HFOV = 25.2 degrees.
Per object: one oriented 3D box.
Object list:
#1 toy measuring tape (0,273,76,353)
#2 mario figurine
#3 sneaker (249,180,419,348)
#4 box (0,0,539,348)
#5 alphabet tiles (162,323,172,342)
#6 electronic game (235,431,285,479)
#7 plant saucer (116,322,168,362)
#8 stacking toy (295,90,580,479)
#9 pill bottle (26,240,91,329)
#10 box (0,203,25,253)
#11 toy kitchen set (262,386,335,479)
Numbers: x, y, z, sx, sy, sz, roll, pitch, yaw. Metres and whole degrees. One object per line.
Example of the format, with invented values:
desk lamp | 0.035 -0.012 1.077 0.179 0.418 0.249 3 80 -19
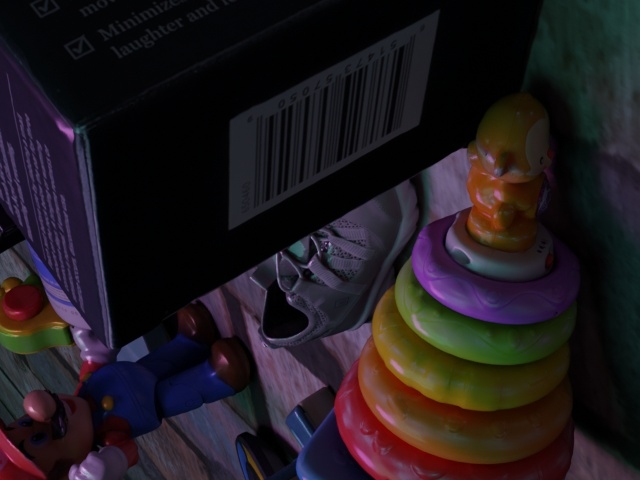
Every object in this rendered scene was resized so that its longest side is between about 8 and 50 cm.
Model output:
toy measuring tape | -0.456 0.167 2.370 0.330 0.121 0.121 43 154 37
mario figurine | -0.242 0.174 1.591 0.170 0.321 0.198 62 159 -6
sneaker | 0.000 0.000 1.095 0.105 0.115 0.281 47 156 31
box | -0.109 -0.191 0.843 0.395 0.294 0.212 50 157 25
alphabet tiles | -0.277 0.063 1.950 0.284 0.021 0.278 64 159 -10
electronic game | -0.048 0.334 1.701 0.229 0.048 0.229 60 165 27
plant saucer | -0.281 0.067 1.874 0.317 0.044 0.317 47 155 29
stacking toy | 0.103 0.039 0.908 0.166 0.175 0.301 21 126 16
pill bottle | -0.261 -0.046 1.584 0.152 0.152 0.272 39 151 43
box | -0.498 -0.124 2.094 0.261 0.103 0.184 59 156 2
toy kitchen set | -0.016 0.214 1.343 0.122 0.166 0.207 56 159 10
